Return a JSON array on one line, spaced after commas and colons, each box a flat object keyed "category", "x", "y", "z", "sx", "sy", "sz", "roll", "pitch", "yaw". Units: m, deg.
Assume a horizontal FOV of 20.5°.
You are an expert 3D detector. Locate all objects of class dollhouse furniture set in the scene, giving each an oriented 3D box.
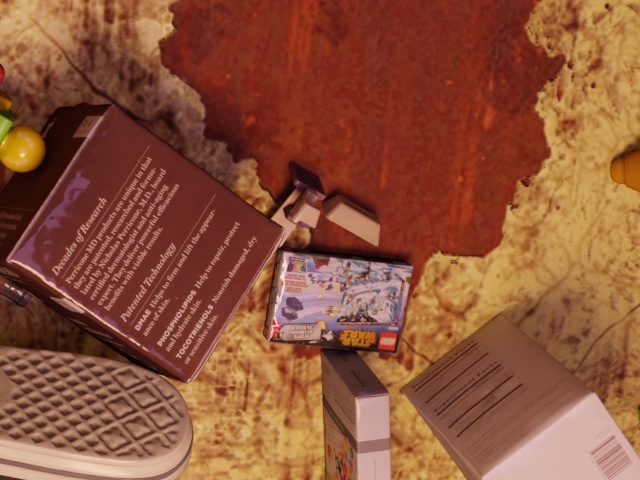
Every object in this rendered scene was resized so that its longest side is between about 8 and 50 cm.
[{"category": "dollhouse furniture set", "x": 0.000, "y": 0.000, "z": 1.718, "sx": 0.114, "sy": 0.091, "sz": 0.081, "roll": 29, "pitch": 110, "yaw": -24}]

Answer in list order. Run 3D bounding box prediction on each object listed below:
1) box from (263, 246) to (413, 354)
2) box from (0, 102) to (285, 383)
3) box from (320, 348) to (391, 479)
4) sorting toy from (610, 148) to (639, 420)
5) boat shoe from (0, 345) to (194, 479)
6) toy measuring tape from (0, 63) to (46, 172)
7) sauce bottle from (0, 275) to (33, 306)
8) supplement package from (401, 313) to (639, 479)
[{"category": "box", "x": 0.017, "y": 0.060, "z": 1.760, "sx": 0.137, "sy": 0.027, "sz": 0.094, "roll": 7, "pitch": 101, "yaw": -17}, {"category": "box", "x": -0.177, "y": 0.000, "z": 1.596, "sx": 0.203, "sy": 0.168, "sz": 0.167, "roll": 36, "pitch": 79, "yaw": -21}, {"category": "box", "x": 0.036, "y": 0.215, "z": 1.744, "sx": 0.038, "sy": 0.145, "sz": 0.186, "roll": -6, "pitch": 107, "yaw": -12}, {"category": "sorting toy", "x": 0.368, "y": 0.045, "z": 1.836, "sx": 0.126, "sy": 0.127, "sz": 0.365, "roll": 0, "pitch": 110, "yaw": 14}, {"category": "boat shoe", "x": -0.366, "y": 0.163, "z": 1.581, "sx": 0.500, "sy": 0.187, "sz": 0.156, "roll": 12, "pitch": 132, "yaw": -5}, {"category": "toy measuring tape", "x": -0.386, "y": -0.152, "z": 1.566, "sx": 0.330, "sy": 0.121, "sz": 0.121, "roll": 29, "pitch": 95, "yaw": 2}, {"category": "sauce bottle", "x": -0.324, "y": 0.022, "z": 1.643, "sx": 0.128, "sy": 0.042, "sz": 0.042, "roll": 33, "pitch": 94, "yaw": -19}, {"category": "supplement package", "x": 0.200, "y": 0.193, "z": 1.732, "sx": 0.134, "sy": 0.244, "sz": 0.139, "roll": -37, "pitch": 112, "yaw": -3}]
